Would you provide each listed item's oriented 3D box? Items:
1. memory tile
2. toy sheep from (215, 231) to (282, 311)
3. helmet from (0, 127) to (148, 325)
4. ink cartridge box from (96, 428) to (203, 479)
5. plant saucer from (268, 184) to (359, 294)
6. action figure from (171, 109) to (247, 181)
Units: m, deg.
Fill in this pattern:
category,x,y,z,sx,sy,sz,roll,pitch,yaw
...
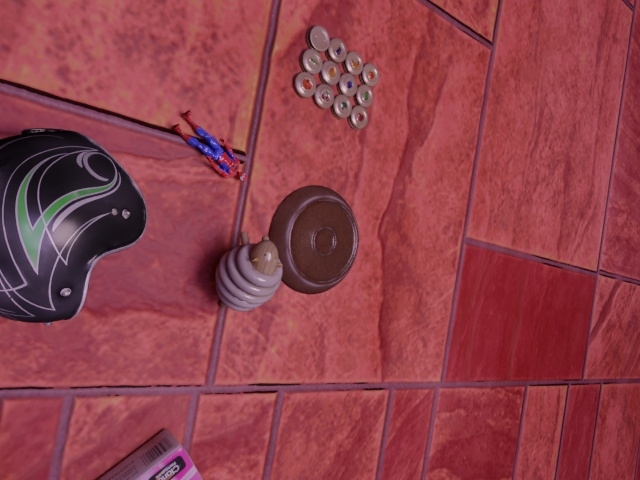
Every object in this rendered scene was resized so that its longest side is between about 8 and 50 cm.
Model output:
category,x,y,z,sx,sy,sz,roll,pitch,yaw
memory tile,0.029,-0.249,0.757,0.148,0.012,0.113,21,81,-35
toy sheep,-0.095,0.046,0.634,0.091,0.132,0.091,23,40,-21
helmet,-0.269,-0.011,0.466,0.162,0.169,0.169,-52,121,-40
ink cartridge box,-0.183,0.443,0.627,0.175,0.069,0.371,-33,114,-30
plant saucer,0.000,0.000,0.745,0.168,0.029,0.169,-2,94,-37
action figure,-0.138,-0.116,0.637,0.115,0.030,0.038,44,64,-32
